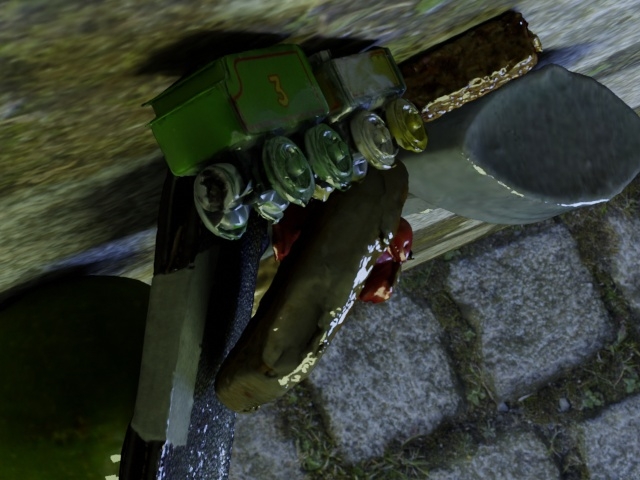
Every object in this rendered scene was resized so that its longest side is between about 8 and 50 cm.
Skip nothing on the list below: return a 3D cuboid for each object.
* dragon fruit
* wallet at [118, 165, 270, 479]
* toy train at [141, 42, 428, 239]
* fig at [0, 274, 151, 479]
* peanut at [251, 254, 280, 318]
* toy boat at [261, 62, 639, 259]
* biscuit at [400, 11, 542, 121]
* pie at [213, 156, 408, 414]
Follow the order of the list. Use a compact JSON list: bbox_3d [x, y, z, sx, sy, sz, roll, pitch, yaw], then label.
[{"bbox_3d":[0.003,-0.001,0.893,0.068,0.126,0.112,-47,153,-32],"label":"dragon fruit"},{"bbox_3d":[-0.089,0.076,0.836,0.071,0.221,0.262,10,170,2],"label":"wallet"},{"bbox_3d":[-0.009,-0.058,0.617,0.060,0.081,0.202,-26,-179,28],"label":"toy train"},{"bbox_3d":[-0.240,0.128,1.012,0.274,0.206,0.206,0,173,-1],"label":"fig"},{"bbox_3d":[-0.045,0.029,1.195,0.194,0.083,0.093,-25,-172,6],"label":"peanut"},{"bbox_3d":[0.115,-0.058,1.002,0.276,0.111,0.293,-9,176,-28],"label":"toy boat"},{"bbox_3d":[0.045,-0.084,0.786,0.199,0.034,0.064,-26,174,13],"label":"biscuit"},{"bbox_3d":[-0.003,0.023,0.762,0.195,0.046,0.195,-57,-175,7],"label":"pie"}]
